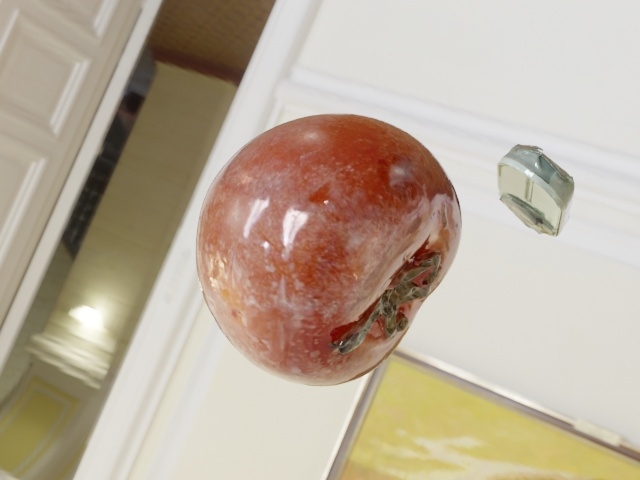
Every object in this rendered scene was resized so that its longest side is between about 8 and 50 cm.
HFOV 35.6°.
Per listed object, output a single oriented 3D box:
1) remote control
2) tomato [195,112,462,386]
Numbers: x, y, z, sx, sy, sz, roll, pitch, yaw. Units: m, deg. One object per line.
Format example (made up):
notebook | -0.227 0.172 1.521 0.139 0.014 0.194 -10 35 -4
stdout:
remote control | 0.282 -0.062 1.306 0.104 0.052 0.247 39 178 14
tomato | 0.000 0.000 0.970 0.227 0.270 0.270 36 -178 24
